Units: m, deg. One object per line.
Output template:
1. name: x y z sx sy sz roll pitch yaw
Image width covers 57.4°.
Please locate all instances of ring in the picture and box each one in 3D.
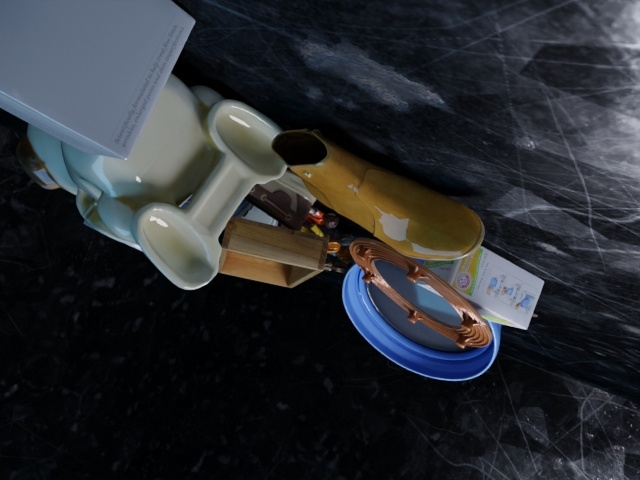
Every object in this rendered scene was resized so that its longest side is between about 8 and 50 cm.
1. ring: 0.188 0.114 1.171 0.336 0.032 0.337 36 167 10

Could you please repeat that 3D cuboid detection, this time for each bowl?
1. bowl: 0.237 0.168 1.381 0.390 0.077 0.391 23 139 22

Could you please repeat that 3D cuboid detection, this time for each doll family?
1. doll family: 0.000 0.000 1.462 0.163 0.119 0.263 21 172 20

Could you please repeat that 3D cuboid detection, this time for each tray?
1. tray: -0.124 0.036 1.318 0.202 0.076 0.411 13 168 -9

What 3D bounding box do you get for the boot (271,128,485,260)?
1. boot: 0.071 -0.069 0.840 0.295 0.104 0.211 23 174 41

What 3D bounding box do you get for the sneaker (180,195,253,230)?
1. sneaker: -0.283 -0.093 1.307 0.130 0.329 0.147 -84 -28 -59

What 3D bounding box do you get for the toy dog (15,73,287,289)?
1. toy dog: -0.329 -0.139 0.936 0.407 0.285 0.395 19 171 45

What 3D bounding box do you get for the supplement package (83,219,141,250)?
1. supplement package: -0.431 -0.107 1.495 0.198 0.263 0.199 30 171 -38

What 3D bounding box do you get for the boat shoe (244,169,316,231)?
1. boat shoe: -0.177 -0.119 1.169 0.341 0.123 0.123 25 172 -10

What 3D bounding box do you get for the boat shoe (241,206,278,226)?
1. boat shoe: -0.275 -0.081 1.769 0.319 0.116 0.099 17 167 14

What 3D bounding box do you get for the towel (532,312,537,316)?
1. towel: 0.516 0.176 1.513 0.083 0.010 0.060 29 172 -27

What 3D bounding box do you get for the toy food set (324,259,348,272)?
1. toy food set: 0.035 0.064 1.464 0.077 0.019 0.122 12 -179 -10

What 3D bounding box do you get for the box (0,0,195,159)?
1. box: -0.264 -0.207 0.616 0.119 0.181 0.181 16 169 48

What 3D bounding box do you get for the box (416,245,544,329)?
1. box: 0.309 0.081 1.138 0.203 0.103 0.114 27 171 -20
